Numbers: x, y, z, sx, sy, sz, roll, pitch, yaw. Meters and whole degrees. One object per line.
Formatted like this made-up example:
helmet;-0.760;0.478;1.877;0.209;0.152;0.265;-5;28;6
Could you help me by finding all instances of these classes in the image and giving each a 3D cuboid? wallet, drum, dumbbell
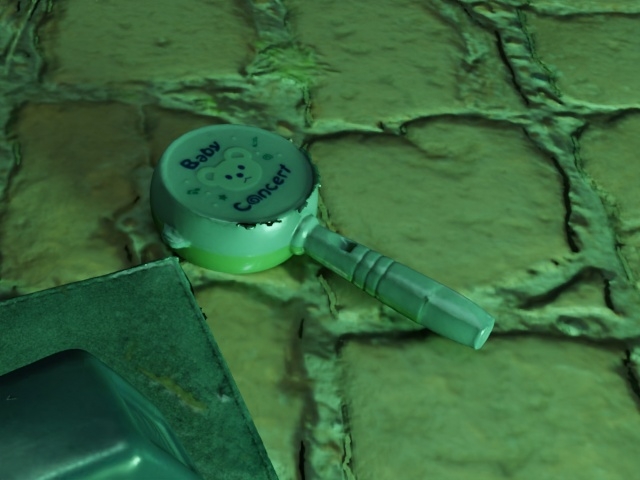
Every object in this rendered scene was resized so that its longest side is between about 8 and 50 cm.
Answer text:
wallet;-0.094;0.171;0.583;0.190;0.046;0.379;-15;51;-21
drum;-0.015;0.008;0.771;0.130;0.049;0.253;-28;55;-33
dumbbell;-0.062;0.198;0.433;0.144;0.160;0.325;4;39;-51
